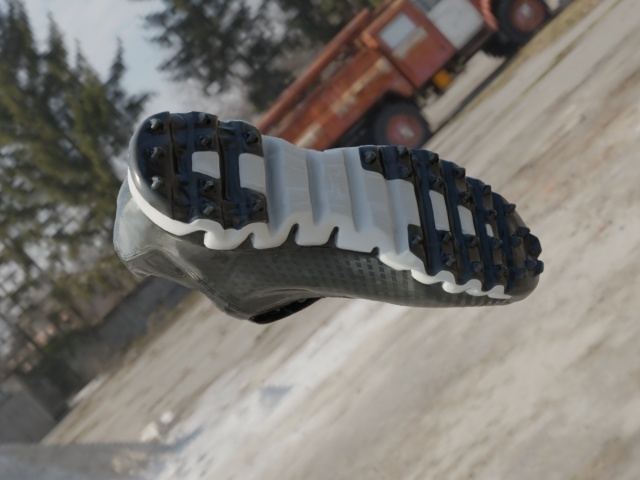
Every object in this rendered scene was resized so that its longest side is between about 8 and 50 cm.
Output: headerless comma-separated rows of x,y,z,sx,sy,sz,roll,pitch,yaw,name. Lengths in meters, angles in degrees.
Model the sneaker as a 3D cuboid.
0.000,0.000,0.644,0.106,0.234,0.078,-47,39,49,sneaker
